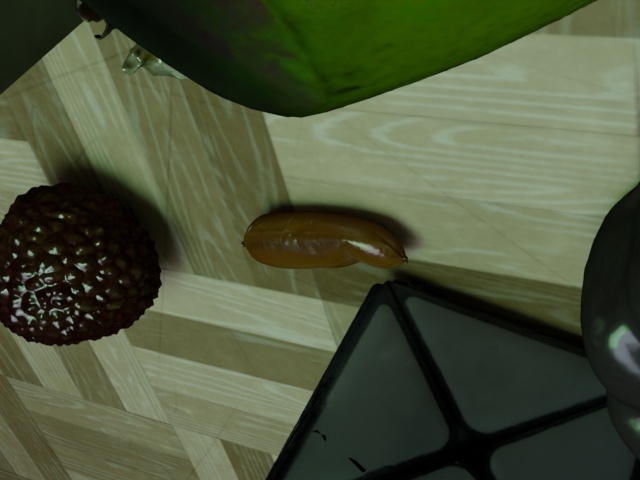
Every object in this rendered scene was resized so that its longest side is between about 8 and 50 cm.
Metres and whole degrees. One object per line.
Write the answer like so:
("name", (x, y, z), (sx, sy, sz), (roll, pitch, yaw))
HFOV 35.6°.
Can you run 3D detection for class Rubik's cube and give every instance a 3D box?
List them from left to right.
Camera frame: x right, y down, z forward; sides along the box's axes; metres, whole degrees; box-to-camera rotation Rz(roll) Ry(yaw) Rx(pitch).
("Rubik's cube", (0.124, 0.263, 0.937), (0.310, 0.305, 0.307), (19, 142, 15))

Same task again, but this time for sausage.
("sausage", (0.000, 0.000, 0.939), (0.183, 0.054, 0.062), (1, 163, 33))

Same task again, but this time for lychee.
("lychee", (-0.260, 0.028, 1.073), (0.188, 0.188, 0.188), (20, 140, 18))

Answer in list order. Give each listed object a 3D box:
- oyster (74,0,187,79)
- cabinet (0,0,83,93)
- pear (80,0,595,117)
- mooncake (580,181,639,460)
("oyster", (-0.132, -0.237, 0.678), (0.100, 0.271, 0.275), (7, 106, 16))
("cabinet", (-0.373, -0.257, 0.749), (0.318, 0.290, 0.227), (20, 141, 19))
("pear", (-0.058, -0.183, 0.364), (0.399, 0.165, 0.399), (37, 174, 5))
("mooncake", (0.332, 0.076, 0.701), (0.306, 0.154, 0.306), (18, 139, 16))
